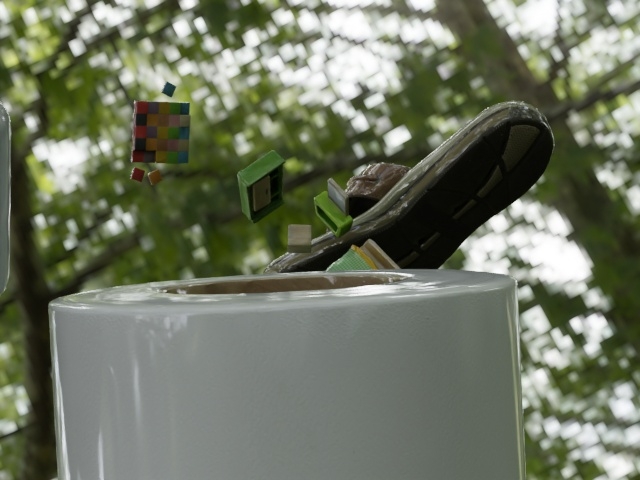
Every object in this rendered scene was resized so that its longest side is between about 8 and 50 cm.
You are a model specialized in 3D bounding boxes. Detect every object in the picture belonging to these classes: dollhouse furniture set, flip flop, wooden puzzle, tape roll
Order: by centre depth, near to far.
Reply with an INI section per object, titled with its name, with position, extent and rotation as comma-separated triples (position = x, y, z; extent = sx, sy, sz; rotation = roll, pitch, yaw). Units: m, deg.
[tape roll]
position = -0.016, 0.105, 0.961
extent = 0.246, 0.169, 0.246
rotation = -4, 3, 0
[dollhouse furniture set]
position = 0.000, 0.000, 1.444
extent = 0.076, 0.152, 0.058
rotation = -34, -25, -19
[wooden puzzle]
position = -0.127, -0.086, 1.481
extent = 0.049, 0.083, 0.006
rotation = -1, 8, -32
[flip flop]
position = 0.069, -0.033, 1.540
extent = 0.277, 0.080, 0.112
rotation = -39, -42, 20

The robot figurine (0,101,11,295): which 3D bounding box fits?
[robot figurine]
position = -0.304, 0.001, 0.958
extent = 0.300, 0.200, 0.353
rotation = -15, -53, -22
